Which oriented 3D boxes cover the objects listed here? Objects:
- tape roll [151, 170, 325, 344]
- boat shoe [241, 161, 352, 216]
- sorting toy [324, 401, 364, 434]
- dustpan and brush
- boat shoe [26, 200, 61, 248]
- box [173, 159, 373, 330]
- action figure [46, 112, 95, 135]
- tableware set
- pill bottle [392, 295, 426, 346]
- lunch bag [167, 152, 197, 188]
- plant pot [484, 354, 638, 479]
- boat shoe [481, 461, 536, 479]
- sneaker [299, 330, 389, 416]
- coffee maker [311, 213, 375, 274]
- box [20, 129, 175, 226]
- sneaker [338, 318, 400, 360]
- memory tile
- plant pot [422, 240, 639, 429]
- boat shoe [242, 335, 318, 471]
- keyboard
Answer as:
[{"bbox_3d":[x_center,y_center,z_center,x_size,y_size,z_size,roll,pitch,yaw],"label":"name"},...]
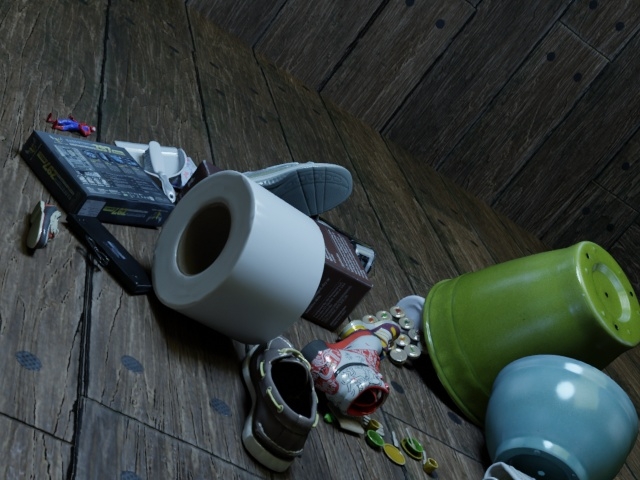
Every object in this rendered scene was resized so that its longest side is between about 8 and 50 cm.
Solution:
[{"bbox_3d":[-0.135,0.030,1.659,0.169,0.246,0.246,32,18,-38],"label":"tape roll"},{"bbox_3d":[-0.091,-0.110,2.161,0.320,0.118,0.103,-13,28,-13],"label":"boat shoe"},{"bbox_3d":[0.032,0.301,1.723,0.083,0.012,0.062,25,19,-36],"label":"sorting toy"},{"bbox_3d":[-0.323,-0.138,2.017,0.147,0.060,0.211,4,48,-29],"label":"dustpan and brush"},{"bbox_3d":[-0.426,-0.020,1.565,0.043,0.049,0.137,33,13,-23],"label":"boat shoe"},{"bbox_3d":[-0.098,0.015,1.987,0.381,0.143,0.191,30,19,-31],"label":"box"},{"bbox_3d":[-0.488,-0.228,2.003,0.038,0.030,0.115,41,15,27],"label":"action figure"},{"bbox_3d":[0.141,0.360,1.774,0.154,0.024,0.104,34,18,-15],"label":"tableware set"},{"bbox_3d":[0.254,0.194,2.278,0.186,0.112,0.112,19,26,-47],"label":"pill bottle"},{"bbox_3d":[-0.290,-0.140,2.135,0.071,0.053,0.083,8,42,-55],"label":"lunch bag"},{"bbox_3d":[0.439,0.393,1.929,0.293,0.293,0.196,38,43,0],"label":"plant pot"},{"bbox_3d":[0.321,0.464,1.685,0.156,0.136,0.367,37,14,-4],"label":"boat shoe"},{"bbox_3d":[0.072,0.243,1.806,0.145,0.090,0.270,41,17,24],"label":"sneaker"},{"bbox_3d":[0.018,0.010,2.259,0.178,0.120,0.171,31,18,-23],"label":"coffee maker"},{"bbox_3d":[-0.398,-0.109,1.821,0.183,0.059,0.232,47,20,25],"label":"box"},{"bbox_3d":[0.112,0.210,2.044,0.185,0.069,0.084,4,46,-51],"label":"sneaker"},{"bbox_3d":[0.165,0.200,2.157,0.113,0.012,0.148,-14,46,-28],"label":"memory tile"},{"bbox_3d":[0.469,0.177,2.139,0.366,0.353,0.367,31,43,-33],"label":"plant pot"},{"bbox_3d":[-0.057,0.229,1.583,0.116,0.097,0.324,34,18,-13],"label":"boat shoe"},{"bbox_3d":[-0.349,0.022,1.655,0.180,0.023,0.108,43,11,18],"label":"keyboard"}]
